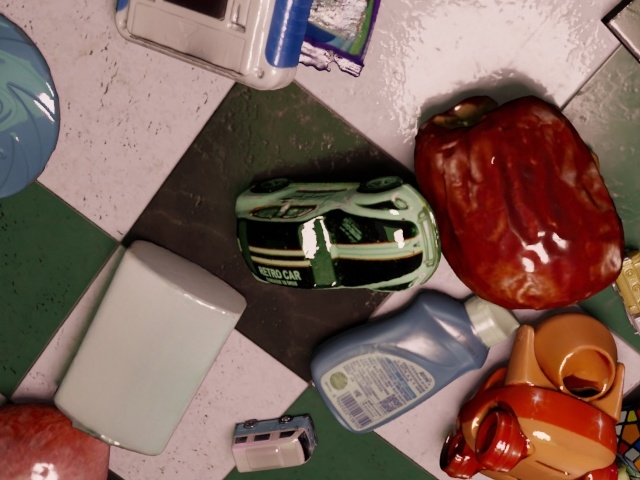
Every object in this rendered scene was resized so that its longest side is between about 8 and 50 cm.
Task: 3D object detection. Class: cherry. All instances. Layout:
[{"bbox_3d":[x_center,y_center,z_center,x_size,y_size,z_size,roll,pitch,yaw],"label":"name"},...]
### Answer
[{"bbox_3d":[-0.442,0.359,1.232,0.239,0.206,0.239,12,113,30],"label":"cherry"}]

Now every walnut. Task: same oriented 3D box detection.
[{"bbox_3d":[0.254,-0.057,0.991,0.244,0.221,0.269,-24,98,-17],"label":"walnut"}]

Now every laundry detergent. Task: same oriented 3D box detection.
[{"bbox_3d":[0.134,0.155,1.144,0.290,0.094,0.143,-30,100,14],"label":"laundry detergent"}]

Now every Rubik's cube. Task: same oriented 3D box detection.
[{"bbox_3d":[0.464,0.280,1.124,0.133,0.133,0.112,19,140,1],"label":"Rubik's cube"}]

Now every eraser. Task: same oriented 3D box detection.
[{"bbox_3d":[-0.254,0.164,1.193,0.189,0.104,0.290,31,111,1],"label":"eraser"}]

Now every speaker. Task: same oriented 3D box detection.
[{"bbox_3d":[0.442,-0.211,0.981,0.218,0.044,0.082,44,110,-8],"label":"speaker"}]

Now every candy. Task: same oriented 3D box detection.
[{"bbox_3d":[0.027,-0.341,0.985,0.145,0.070,0.275,19,110,-8],"label":"candy"}]

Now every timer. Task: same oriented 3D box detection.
[{"bbox_3d":[-0.135,-0.297,0.980,0.253,0.078,0.178,23,114,21],"label":"timer"}]

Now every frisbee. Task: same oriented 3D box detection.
[{"bbox_3d":[-0.504,-0.187,1.128,0.289,0.049,0.289,3,110,7],"label":"frisbee"}]

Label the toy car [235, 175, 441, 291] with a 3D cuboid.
[{"bbox_3d":[0.000,0.000,1.038,0.306,0.125,0.136,5,114,39],"label":"toy car"}]

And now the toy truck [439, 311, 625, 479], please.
[{"bbox_3d":[0.301,0.229,1.109,0.189,0.239,0.265,23,153,-5],"label":"toy truck"}]

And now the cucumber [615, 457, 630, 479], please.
[{"bbox_3d":[0.435,0.442,1.168,0.145,0.105,0.325,-36,113,-10],"label":"cucumber"}]

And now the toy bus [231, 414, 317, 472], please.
[{"bbox_3d":[-0.071,0.311,1.235,0.123,0.075,0.060,-10,108,12],"label":"toy bus"}]

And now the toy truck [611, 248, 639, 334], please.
[{"bbox_3d":[0.419,0.068,1.078,0.052,0.063,0.123,-25,105,16],"label":"toy truck"}]
